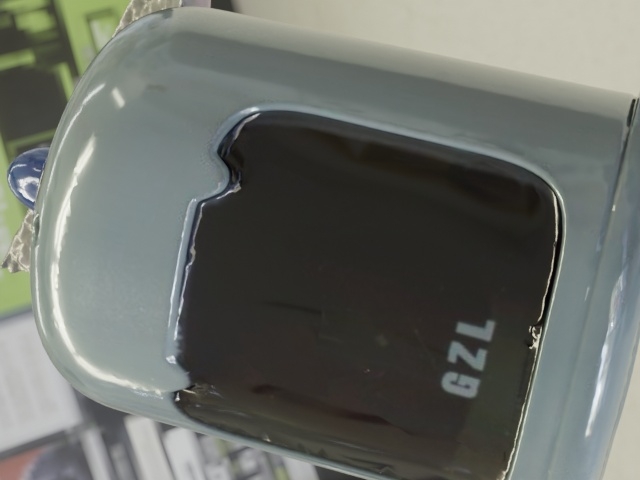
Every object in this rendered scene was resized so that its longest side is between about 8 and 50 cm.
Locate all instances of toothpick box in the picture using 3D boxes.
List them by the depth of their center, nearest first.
[{"bbox_3d":[0.000,0.000,1.048,0.263,0.354,0.263,13,-90,-83],"label":"toothpick box"}]

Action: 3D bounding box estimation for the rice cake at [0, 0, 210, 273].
[{"bbox_3d":[-0.211,-0.112,1.907,0.064,0.070,0.399,40,120,16],"label":"rice cake"}]
